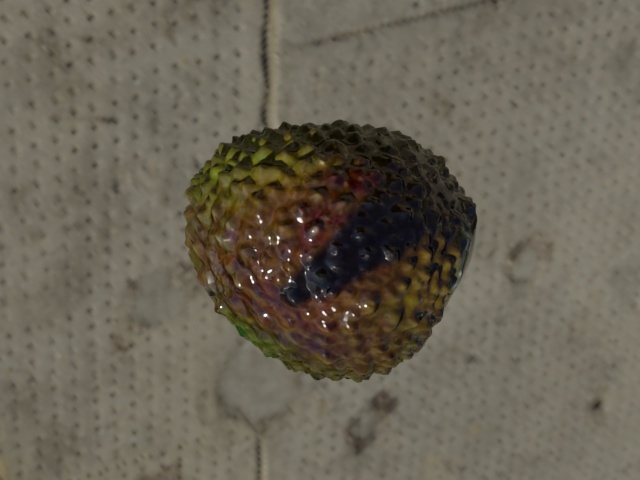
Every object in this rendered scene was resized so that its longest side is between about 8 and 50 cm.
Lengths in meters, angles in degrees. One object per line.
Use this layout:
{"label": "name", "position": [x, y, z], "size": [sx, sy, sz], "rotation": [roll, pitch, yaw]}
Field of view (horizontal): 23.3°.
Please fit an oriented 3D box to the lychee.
{"label": "lychee", "position": [0.000, 0.000, 0.902], "size": [0.171, 0.171, 0.171], "rotation": [-19, 130, -24]}
